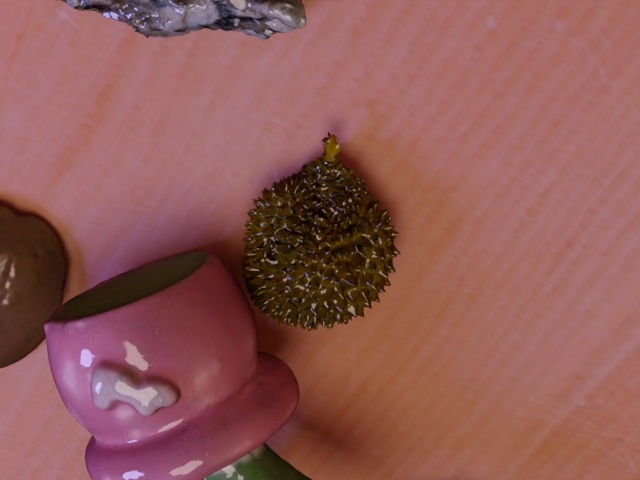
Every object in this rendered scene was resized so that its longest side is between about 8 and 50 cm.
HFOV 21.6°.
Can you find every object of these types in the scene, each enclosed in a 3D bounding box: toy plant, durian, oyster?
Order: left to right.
[{"bbox_3d":[-0.151,-0.232,1.441,0.199,0.087,0.252,-38,96,24],"label":"oyster"},{"bbox_3d":[-0.135,0.201,1.580,0.317,0.210,0.356,-20,109,11],"label":"toy plant"},{"bbox_3d":[0.000,0.000,1.532,0.146,0.102,0.208,14,117,6],"label":"durian"}]

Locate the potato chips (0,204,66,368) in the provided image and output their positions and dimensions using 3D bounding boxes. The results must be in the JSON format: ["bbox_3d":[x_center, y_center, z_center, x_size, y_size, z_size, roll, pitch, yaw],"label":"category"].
[{"bbox_3d":[-0.343,0.053,1.626,0.208,0.062,0.195,-17,114,18],"label":"potato chips"}]
